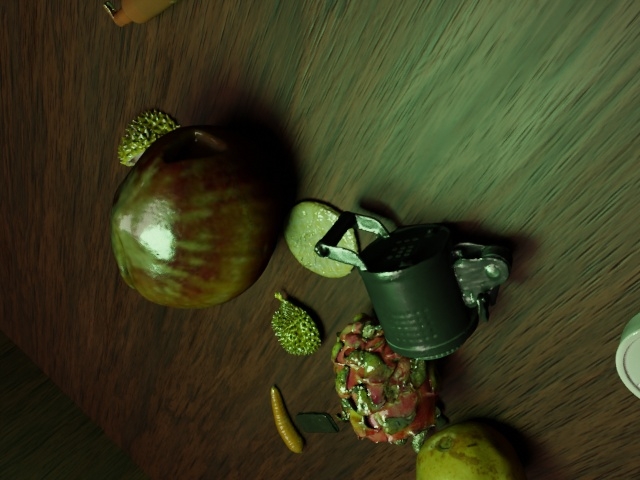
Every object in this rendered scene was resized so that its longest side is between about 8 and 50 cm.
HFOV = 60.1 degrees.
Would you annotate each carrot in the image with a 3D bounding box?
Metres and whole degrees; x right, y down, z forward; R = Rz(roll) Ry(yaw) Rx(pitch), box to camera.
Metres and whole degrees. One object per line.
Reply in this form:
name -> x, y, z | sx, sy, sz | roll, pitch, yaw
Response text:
carrot -> -0.124, 0.602, 1.853 | 0.271, 0.062, 0.066 | 66, 166, -12

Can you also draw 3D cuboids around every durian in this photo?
durian -> -0.469, -0.268, 1.506 | 0.132, 0.165, 0.182 | 25, 176, -34
durian -> -0.077, 0.237, 1.536 | 0.146, 0.102, 0.208 | -13, 106, 48

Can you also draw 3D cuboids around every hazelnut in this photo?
hazelnut -> -0.288, -0.066, 1.290 | 0.402, 0.402, 0.430 | 33, 119, 16

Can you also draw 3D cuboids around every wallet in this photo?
wallet -> -0.015, 0.588, 1.780 | 0.156, 0.018, 0.082 | -21, 105, 44

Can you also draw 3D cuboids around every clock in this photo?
clock -> 0.637, 0.213, 0.980 | 0.196, 0.068, 0.197 | 20, 128, 27

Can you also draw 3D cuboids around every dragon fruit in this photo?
dragon fruit -> 0.141, 0.314, 1.317 | 0.269, 0.250, 0.291 | 130, 117, -77

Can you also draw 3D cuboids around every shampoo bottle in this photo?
shampoo bottle -> -0.401, -0.549, 1.261 | 0.244, 0.085, 0.086 | -8, 114, 40

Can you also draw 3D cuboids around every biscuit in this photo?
biscuit -> -0.001, 0.001, 1.359 | 0.219, 0.033, 0.220 | 19, 128, 26

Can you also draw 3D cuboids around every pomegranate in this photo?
pomegranate -> 0.357, 0.572, 1.313 | 0.264, 0.264, 0.265 | 20, 129, 27

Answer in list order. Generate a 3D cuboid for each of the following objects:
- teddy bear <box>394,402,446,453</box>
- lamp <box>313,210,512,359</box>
teddy bear -> 0.263, 0.471, 1.451 | 0.119, 0.078, 0.161 | 24, 111, 0
lamp -> 0.194, 0.109, 1.153 | 0.373, 0.205, 0.272 | 8, 120, 21
